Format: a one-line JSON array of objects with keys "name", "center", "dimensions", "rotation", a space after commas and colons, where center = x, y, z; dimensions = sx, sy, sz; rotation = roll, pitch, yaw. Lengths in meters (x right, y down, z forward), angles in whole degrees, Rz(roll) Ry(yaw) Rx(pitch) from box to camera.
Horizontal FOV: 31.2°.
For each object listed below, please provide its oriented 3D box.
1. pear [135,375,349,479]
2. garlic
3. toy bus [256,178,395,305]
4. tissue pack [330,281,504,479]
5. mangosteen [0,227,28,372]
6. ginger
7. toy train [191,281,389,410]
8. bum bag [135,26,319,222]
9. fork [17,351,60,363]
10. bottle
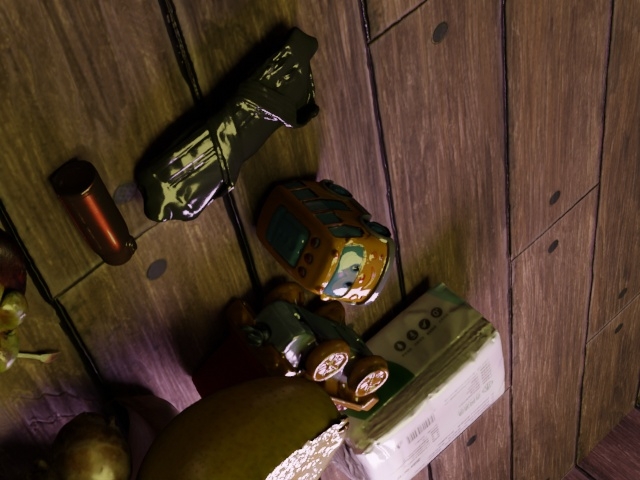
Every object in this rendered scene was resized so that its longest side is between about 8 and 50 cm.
[{"name": "pear", "center": [-0.146, 0.340, 1.615], "dimensions": [0.386, 0.191, 0.340], "rotation": [-47, 162, -10]}, {"name": "garlic", "center": [-0.249, 0.309, 1.757], "dimensions": [0.115, 0.128, 0.207], "rotation": [-50, 150, -52]}, {"name": "toy bus", "center": [0.000, 0.000, 1.663], "dimensions": [0.136, 0.209, 0.126], "rotation": [5, 120, -42]}, {"name": "tissue pack", "center": [0.165, 0.293, 2.167], "dimensions": [0.356, 0.194, 0.266], "rotation": [-39, 147, -17]}, {"name": "mangosteen", "center": [-0.390, 0.056, 1.240], "dimensions": [0.166, 0.180, 0.166], "rotation": [-33, 155, -18]}, {"name": "ginger", "center": [-0.418, 0.383, 1.507], "dimensions": [0.375, 0.176, 0.256], "rotation": [-12, 92, -21]}, {"name": "toy train", "center": [-0.051, 0.206, 1.846], "dimensions": [0.231, 0.163, 0.369], "rotation": [-44, 149, 11]}, {"name": "bum bag", "center": [-0.106, -0.139, 1.503], "dimensions": [0.326, 0.079, 0.142], "rotation": [-45, 144, -10]}, {"name": "fork", "center": [-0.384, 0.151, 1.503], "dimensions": [0.115, 0.012, 0.016], "rotation": [13, 105, -55]}, {"name": "bottle", "center": [-0.274, -0.028, 1.419], "dimensions": [0.060, 0.060, 0.164], "rotation": [-41, 147, -16]}]
